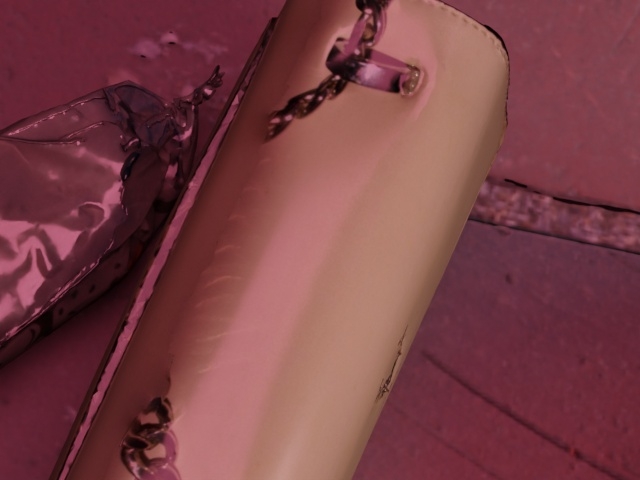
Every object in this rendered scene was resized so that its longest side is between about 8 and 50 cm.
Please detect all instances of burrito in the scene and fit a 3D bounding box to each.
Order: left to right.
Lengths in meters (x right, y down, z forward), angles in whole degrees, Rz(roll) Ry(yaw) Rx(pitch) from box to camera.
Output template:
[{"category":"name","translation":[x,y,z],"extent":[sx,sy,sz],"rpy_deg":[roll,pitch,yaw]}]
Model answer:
[{"category":"burrito","translation":[-0.227,0.028,0.899],"extent":[0.445,0.101,0.139],"rpy_deg":[-32,76,-15]}]

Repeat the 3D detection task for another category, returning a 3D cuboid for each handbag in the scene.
[{"category":"handbag","translation":[-0.030,0.053,0.834],"extent":[0.160,0.237,0.359],"rpy_deg":[24,76,1]}]
